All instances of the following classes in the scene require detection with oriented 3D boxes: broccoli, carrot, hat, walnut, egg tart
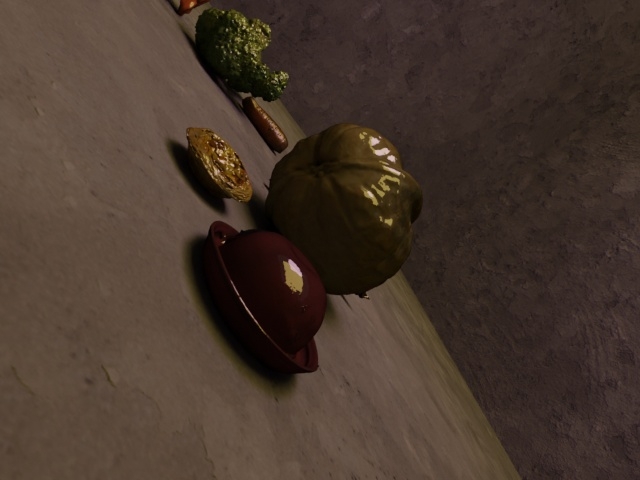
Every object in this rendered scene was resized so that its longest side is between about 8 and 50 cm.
[{"bbox_3d":[-0.180,-0.491,1.356,0.302,0.186,0.254,17,24,-48],"label":"broccoli"},{"bbox_3d":[-0.159,-0.334,1.438,0.186,0.060,0.060,52,10,-16],"label":"carrot"},{"bbox_3d":[-0.048,0.051,0.560,0.205,0.089,0.205,54,9,-12],"label":"hat"},{"bbox_3d":[0.043,-0.057,0.886,0.282,0.253,0.277,59,2,27],"label":"walnut"},{"bbox_3d":[-0.149,-0.101,0.700,0.129,0.049,0.129,50,16,-20],"label":"egg tart"}]

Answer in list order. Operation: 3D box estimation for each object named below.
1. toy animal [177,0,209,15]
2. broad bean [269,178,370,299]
[{"bbox_3d":[-0.412,-0.782,1.367,0.281,0.169,0.195,51,45,-18],"label":"toy animal"},{"bbox_3d":[0.000,0.000,1.077,0.339,0.061,0.077,56,2,-4],"label":"broad bean"}]
